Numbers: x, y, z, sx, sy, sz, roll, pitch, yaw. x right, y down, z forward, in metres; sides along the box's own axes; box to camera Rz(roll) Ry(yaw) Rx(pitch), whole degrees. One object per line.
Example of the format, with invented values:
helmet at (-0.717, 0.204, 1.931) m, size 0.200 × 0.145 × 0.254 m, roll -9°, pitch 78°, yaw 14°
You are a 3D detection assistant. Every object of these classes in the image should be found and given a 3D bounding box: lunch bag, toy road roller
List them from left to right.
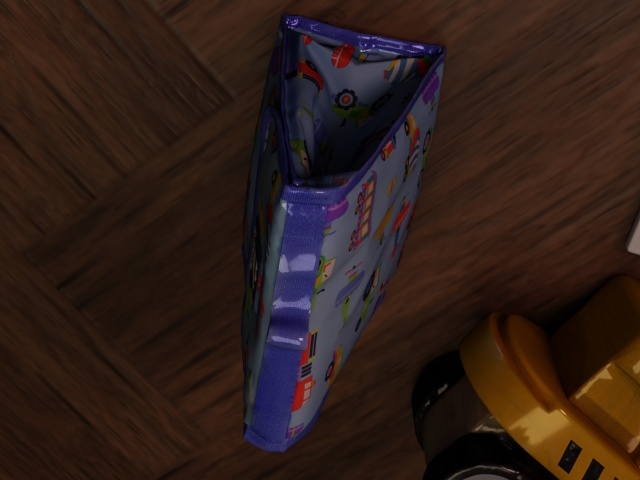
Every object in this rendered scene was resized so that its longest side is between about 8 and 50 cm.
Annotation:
lunch bag at (0.000, 0.000, 1.223) m, size 0.138 × 0.293 × 0.221 m, roll 12°, pitch 122°, yaw 1°
toy road roller at (0.243, 0.185, 1.362) m, size 0.329 × 0.202 × 0.240 m, roll 41°, pitch 107°, yaw -15°

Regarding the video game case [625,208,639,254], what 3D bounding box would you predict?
video game case at (0.342, -0.030, 1.317) m, size 0.157 × 0.019 × 0.143 m, roll 16°, pitch 122°, yaw -2°
